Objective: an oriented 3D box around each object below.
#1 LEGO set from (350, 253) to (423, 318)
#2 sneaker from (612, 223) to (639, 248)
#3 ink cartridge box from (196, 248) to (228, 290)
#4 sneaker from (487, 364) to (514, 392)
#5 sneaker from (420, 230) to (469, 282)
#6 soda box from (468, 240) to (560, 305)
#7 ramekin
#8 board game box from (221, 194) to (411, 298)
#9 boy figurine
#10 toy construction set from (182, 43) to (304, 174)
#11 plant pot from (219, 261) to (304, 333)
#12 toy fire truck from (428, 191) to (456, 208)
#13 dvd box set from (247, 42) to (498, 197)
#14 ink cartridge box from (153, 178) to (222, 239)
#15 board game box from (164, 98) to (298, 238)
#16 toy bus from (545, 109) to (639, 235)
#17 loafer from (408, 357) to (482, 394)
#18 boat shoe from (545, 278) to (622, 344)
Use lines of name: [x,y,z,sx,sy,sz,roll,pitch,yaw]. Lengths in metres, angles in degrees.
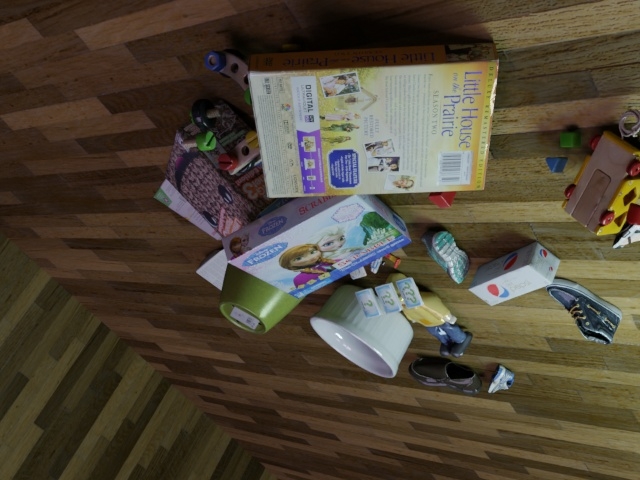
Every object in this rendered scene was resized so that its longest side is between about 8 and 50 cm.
LEGO set: [0.128,0.074,2.030,0.182,0.060,0.244,-18,99,41]
sneaker: [0.599,-0.009,1.581,0.043,0.040,0.109,26,152,1]
ink cartridge box: [-0.243,0.084,2.485,0.181,0.056,0.224,38,131,-17]
sneaker: [0.506,0.398,2.303,0.058,0.052,0.135,19,151,8]
sneaker: [0.289,0.032,1.916,0.076,0.065,0.166,20,151,50]
soda box: [0.429,0.078,1.840,0.073,0.069,0.216,36,151,-12]
ramekin: [0.120,0.243,2.263,0.277,0.135,0.277,32,161,12]
board game box: [0.000,0.000,1.822,0.318,0.066,0.318,-28,151,18]
boy figurine: [0.275,0.190,2.132,0.285,0.092,0.177,42,158,-26]
toy construction set: [-0.078,-0.251,1.646,0.237,0.258,0.309,-5,159,28]
plant pot: [-0.129,0.080,2.103,0.274,0.294,0.275,21,150,13]
toy fire truck: [0.242,-0.150,1.663,0.135,0.047,0.192,-11,133,49]
dvd box set: [0.095,-0.207,1.483,0.420,0.062,0.308,-2,139,4]
ink cartridge box: [-0.312,-0.110,2.170,0.212,0.093,0.154,36,151,-10]
board game box: [-0.200,-0.133,1.904,0.291,0.141,0.232,46,152,6]
toy bus: [0.511,-0.110,1.428,0.104,0.191,0.202,-6,174,-36]
loafer: [0.360,0.377,2.384,0.219,0.080,0.078,9,136,22]
boat shoe: [0.575,0.156,1.821,0.183,0.083,0.065,27,151,4]
